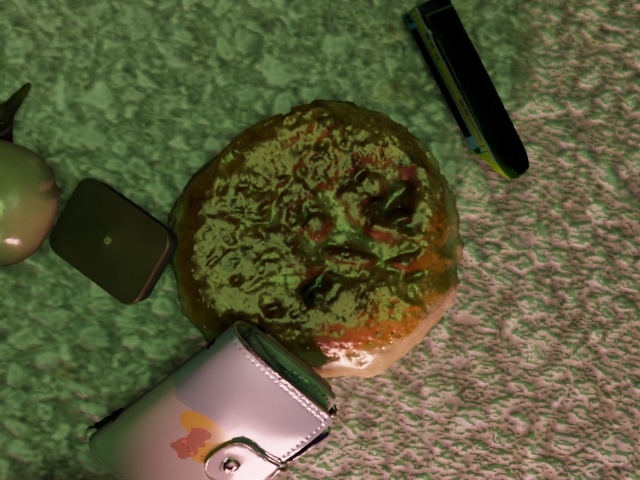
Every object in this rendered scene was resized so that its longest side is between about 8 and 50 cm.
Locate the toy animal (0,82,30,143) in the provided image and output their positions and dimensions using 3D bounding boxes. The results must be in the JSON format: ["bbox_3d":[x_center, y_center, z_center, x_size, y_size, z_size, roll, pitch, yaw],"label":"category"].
[{"bbox_3d":[-0.372,-0.174,1.301,0.105,0.070,0.202,-34,104,6],"label":"toy animal"}]

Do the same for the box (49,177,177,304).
[{"bbox_3d":[-0.209,0.001,1.310,0.126,0.031,0.091,33,100,21],"label":"box"}]

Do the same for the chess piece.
[{"bbox_3d":[-0.418,-0.073,1.247,0.330,0.182,0.182,22,91,-14],"label":"chess piece"}]

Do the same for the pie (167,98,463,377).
[{"bbox_3d":[0.000,0.000,1.338,0.315,0.092,0.315,0,93,-6],"label":"pie"}]

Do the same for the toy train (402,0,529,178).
[{"bbox_3d":[0.155,-0.157,1.367,0.044,0.042,0.209,-31,99,-25],"label":"toy train"}]

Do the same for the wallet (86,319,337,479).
[{"bbox_3d":[-0.109,0.190,1.323,0.231,0.069,0.170,-37,111,21],"label":"wallet"}]
